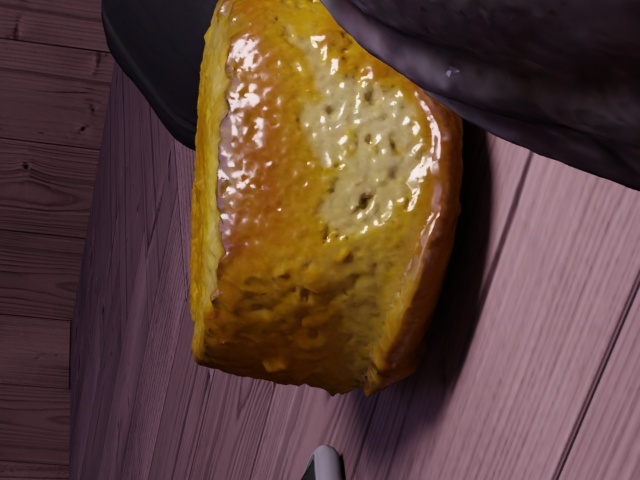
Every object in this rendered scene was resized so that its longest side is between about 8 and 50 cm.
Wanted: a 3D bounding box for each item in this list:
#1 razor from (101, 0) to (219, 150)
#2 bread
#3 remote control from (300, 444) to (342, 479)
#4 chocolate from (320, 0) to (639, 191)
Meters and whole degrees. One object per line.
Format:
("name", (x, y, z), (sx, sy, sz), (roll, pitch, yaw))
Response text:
("razor", (-0.099, -0.226, 1.355), (0.204, 0.113, 0.349), (50, 151, 13))
("bread", (-0.003, -0.035, 0.899), (0.268, 0.146, 0.268), (-174, 90, -81))
("remote control", (0.003, 0.250, 0.981), (0.067, 0.029, 0.261), (109, 162, -45))
("chocolate", (0.084, -0.153, 0.421), (0.303, 0.213, 0.303), (-173, 90, -79))
